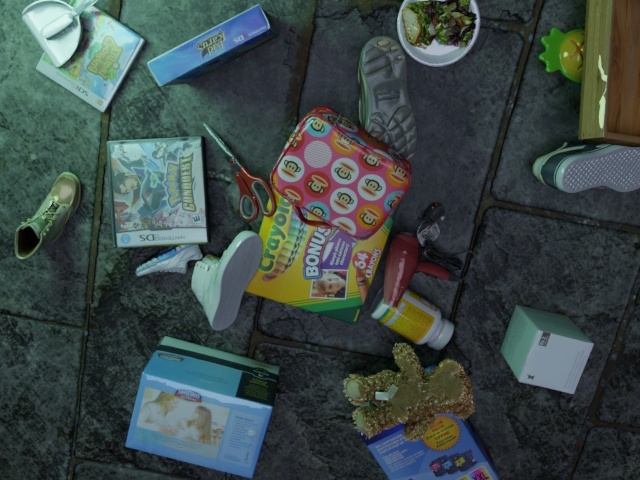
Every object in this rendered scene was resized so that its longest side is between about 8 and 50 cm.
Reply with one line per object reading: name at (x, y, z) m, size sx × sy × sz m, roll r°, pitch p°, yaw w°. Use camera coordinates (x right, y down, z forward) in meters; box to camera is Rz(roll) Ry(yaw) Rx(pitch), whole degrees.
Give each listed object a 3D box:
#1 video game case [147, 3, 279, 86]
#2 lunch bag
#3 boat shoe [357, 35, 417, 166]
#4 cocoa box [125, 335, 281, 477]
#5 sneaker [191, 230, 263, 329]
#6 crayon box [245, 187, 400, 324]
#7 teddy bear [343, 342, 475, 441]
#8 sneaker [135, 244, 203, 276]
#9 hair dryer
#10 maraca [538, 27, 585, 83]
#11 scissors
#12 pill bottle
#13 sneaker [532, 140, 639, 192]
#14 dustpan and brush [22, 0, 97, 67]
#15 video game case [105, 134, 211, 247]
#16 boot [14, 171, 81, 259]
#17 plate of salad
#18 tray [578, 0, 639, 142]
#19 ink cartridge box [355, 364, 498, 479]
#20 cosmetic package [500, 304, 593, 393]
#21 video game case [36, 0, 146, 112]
video game case at (-0.231, -0.436, 1.358) m, size 0.269 × 0.244 × 0.061 m, roll -25°, pitch 105°, yaw 7°
lunch bag at (0.039, -0.136, 1.388) m, size 0.293 × 0.120 × 0.258 m, roll 33°, pitch 116°, yaw -6°
boat shoe at (0.158, -0.308, 1.451) m, size 0.132 × 0.130 × 0.356 m, roll -3°, pitch 108°, yaw -3°
cocoa box at (-0.306, 0.442, 1.610) m, size 0.347 × 0.228 × 0.232 m, roll 16°, pitch 105°, yaw -4°
sneaker at (-0.254, 0.066, 1.525) m, size 0.108 × 0.169 × 0.293 m, roll 0°, pitch 126°, yaw -42°
crayon box at (0.000, 0.000, 1.547) m, size 0.313 × 0.106 × 0.363 m, roll 17°, pitch 105°, yaw -4°
teddy bear at (0.223, 0.395, 1.538) m, size 0.338 × 0.113 × 0.245 m, roll -35°, pitch 73°, yaw 15°
sneaker at (-0.400, 0.062, 1.591) m, size 0.190 × 0.071 × 0.083 m, roll -26°, pitch 109°, yaw 8°
hair dryer at (0.266, 0.064, 1.526) m, size 0.293 × 0.080 × 0.224 m, roll -37°, pitch 101°, yaw -15°
maraca at (0.605, -0.440, 1.418) m, size 0.185 × 0.099 × 0.127 m, roll 7°, pitch 86°, yaw -10°
scissors at (-0.199, -0.185, 1.491) m, size 0.109 × 0.021 × 0.297 m, roll -26°, pitch 84°, yaw 29°
pill bottle at (0.246, 0.204, 1.596) m, size 0.208 × 0.117 × 0.118 m, roll 31°, pitch 104°, yaw -8°
sneaker at (0.678, -0.189, 1.489) m, size 0.321 × 0.127 × 0.126 m, roll -4°, pitch 110°, yaw -24°
dustpan and brush at (-0.594, -0.521, 1.408) m, size 0.211 × 0.060 × 0.147 m, roll -29°, pitch 103°, yaw 9°
video game case at (-0.412, -0.122, 1.527) m, size 0.248 × 0.035 × 0.275 m, roll -3°, pitch 93°, yaw 2°
boot at (-0.686, -0.062, 1.507) m, size 0.077 × 0.165 × 0.213 m, roll 28°, pitch 106°, yaw -8°
plate of salad at (0.284, -0.520, 1.431) m, size 0.199 × 0.048 × 0.200 m, roll 0°, pitch 105°, yaw 1°
tray at (0.688, -0.427, 1.355) m, size 0.202 × 0.076 × 0.411 m, roll 1°, pitch 93°, yaw -28°
ink cartridge box at (0.278, 0.539, 1.675) m, size 0.270 × 0.151 × 0.395 m, roll -31°, pitch 101°, yaw 9°
cosmetic package at (0.589, 0.282, 1.579) m, size 0.151 × 0.184 × 0.151 m, roll 13°, pitch 106°, yaw -3°
video game case at (-0.564, -0.457, 1.470) m, size 0.193 × 0.023 × 0.212 m, roll 33°, pitch 103°, yaw -8°
